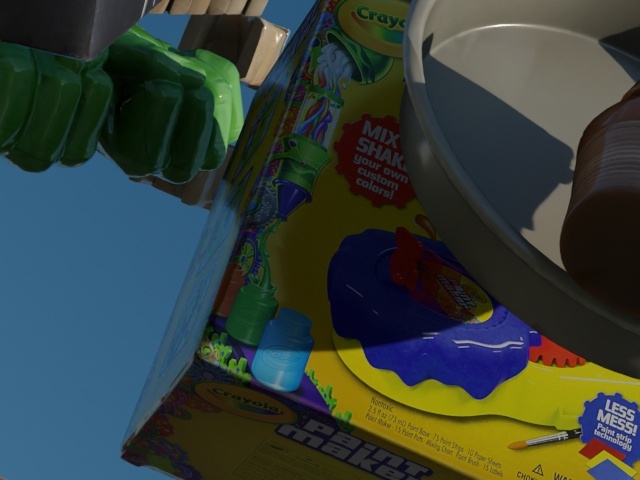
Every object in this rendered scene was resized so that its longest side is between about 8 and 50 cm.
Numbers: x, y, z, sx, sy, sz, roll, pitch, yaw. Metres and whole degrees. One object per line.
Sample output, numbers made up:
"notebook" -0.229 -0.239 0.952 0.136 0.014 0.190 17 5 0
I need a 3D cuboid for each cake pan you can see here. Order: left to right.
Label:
"cake pan" 0.167 -0.040 1.037 0.293 0.293 0.054 36 -47 4

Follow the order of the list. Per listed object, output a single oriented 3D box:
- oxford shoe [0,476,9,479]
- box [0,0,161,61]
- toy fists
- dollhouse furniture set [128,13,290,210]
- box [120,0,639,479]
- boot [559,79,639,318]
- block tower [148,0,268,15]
"oxford shoe" -0.217 0.198 0.929 0.123 0.130 0.348 27 -34 -14
"box" -0.111 -0.269 0.800 0.179 0.343 0.312 15 -72 2
"toy fists" -0.162 -0.103 1.278 0.142 0.279 0.096 40 -69 32
"dollhouse furniture set" 0.000 0.000 2.030 0.362 0.394 0.256 23 3 13
"box" 0.075 0.038 1.171 0.290 0.279 0.177 23 -30 -9
"boot" 0.257 0.005 0.937 0.283 0.220 0.109 21 -61 11
"block tower" -0.199 -0.241 1.554 0.091 0.335 0.097 -60 -138 48
